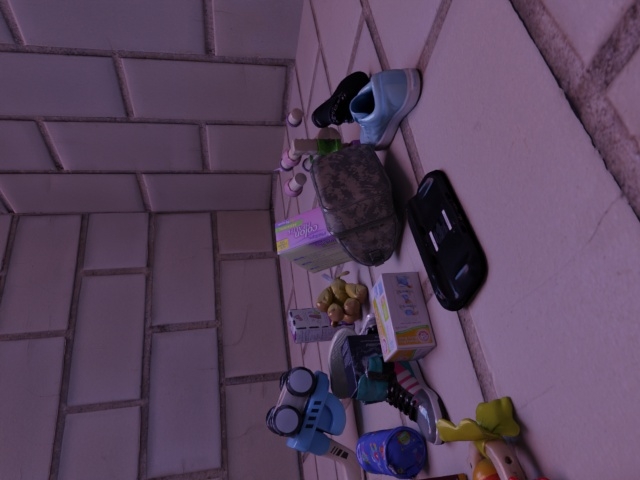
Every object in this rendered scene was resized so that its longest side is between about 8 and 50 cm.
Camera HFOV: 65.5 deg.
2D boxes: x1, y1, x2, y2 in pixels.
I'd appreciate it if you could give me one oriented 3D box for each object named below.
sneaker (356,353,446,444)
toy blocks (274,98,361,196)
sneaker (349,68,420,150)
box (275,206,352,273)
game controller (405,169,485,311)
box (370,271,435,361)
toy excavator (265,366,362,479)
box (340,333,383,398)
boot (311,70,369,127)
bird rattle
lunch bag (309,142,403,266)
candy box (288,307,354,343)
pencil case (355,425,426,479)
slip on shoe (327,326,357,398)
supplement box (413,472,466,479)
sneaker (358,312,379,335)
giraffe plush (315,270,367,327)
[{"bbox_3d":[0.183,0.386,1.241,0.296,0.178,0.124,-116,27,-61],"label":"sneaker"},{"bbox_3d":[-0.003,-0.305,1.747,0.260,0.288,0.309,150,114,-73],"label":"toy blocks"},{"bbox_3d":[0.143,-0.363,1.387,0.366,0.149,0.135,121,146,-68],"label":"sneaker"},{"bbox_3d":[0.000,0.000,1.709,0.243,0.213,0.118,33,-137,-55],"label":"box"},{"bbox_3d":[0.270,-0.007,1.101,0.167,0.067,0.319,120,148,-42],"label":"game controller"},{"bbox_3d":[0.207,0.197,1.278,0.114,0.103,0.203,108,157,-57],"label":"box"},{"bbox_3d":[0.015,0.725,1.826,0.222,0.444,0.433,123,169,-67],"label":"toy excavator"},{"bbox_3d":[0.153,0.357,1.429,0.093,0.155,0.159,107,158,-53],"label":"box"},{"bbox_3d":[0.094,-0.437,1.533,0.094,0.246,0.207,50,171,-20],"label":"boot"},{"bbox_3d":[0.321,0.409,0.857,0.207,0.142,0.254,84,161,-44],"label":"bird rattle"},{"bbox_3d":[0.108,-0.099,1.454,0.305,0.212,0.256,-107,-1,-51],"label":"lunch bag"},{"bbox_3d":[0.000,0.327,1.947,0.159,0.233,0.071,-122,33,-67],"label":"candy box"},{"bbox_3d":[0.191,0.590,1.378,0.306,0.119,0.133,116,139,-65],"label":"pencil case"},{"bbox_3d":[0.082,0.453,1.884,0.101,0.122,0.332,-104,12,-57],"label":"slip on shoe"},{"bbox_3d":[0.216,0.612,1.091,0.194,0.191,0.129,103,161,-51],"label":"supplement box"},{"bbox_3d":[0.161,0.316,1.599,0.075,0.063,0.171,-100,18,-57],"label":"sneaker"},{"bbox_3d":[0.080,0.234,1.797,0.210,0.181,0.171,56,169,49],"label":"giraffe plush"}]
